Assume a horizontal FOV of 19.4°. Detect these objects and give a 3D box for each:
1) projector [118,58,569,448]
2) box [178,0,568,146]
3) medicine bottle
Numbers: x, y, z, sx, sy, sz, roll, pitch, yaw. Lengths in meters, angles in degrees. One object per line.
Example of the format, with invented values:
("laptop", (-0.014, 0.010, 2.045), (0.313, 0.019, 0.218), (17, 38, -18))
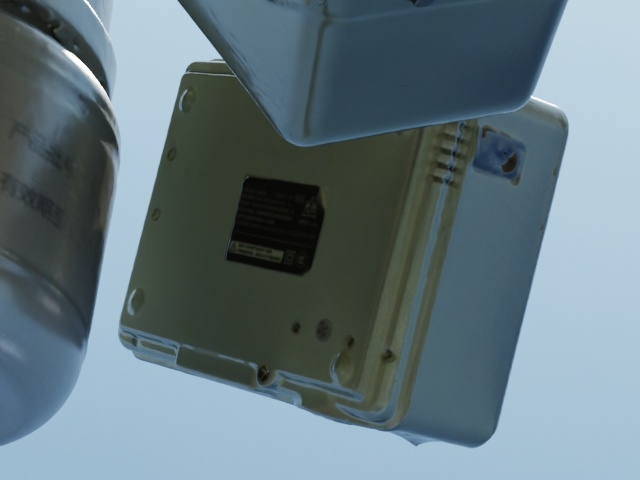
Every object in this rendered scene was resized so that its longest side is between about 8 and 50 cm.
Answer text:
("projector", (0.000, 0.000, 1.036), (0.257, 0.099, 0.192), (10, -94, 51))
("box", (0.008, -0.107, 0.640), (0.124, 0.093, 0.172), (-10, -137, -26))
("medicine bottle", (-0.233, -0.058, 1.053), (0.245, 0.245, 0.306), (-3, -120, 18))
